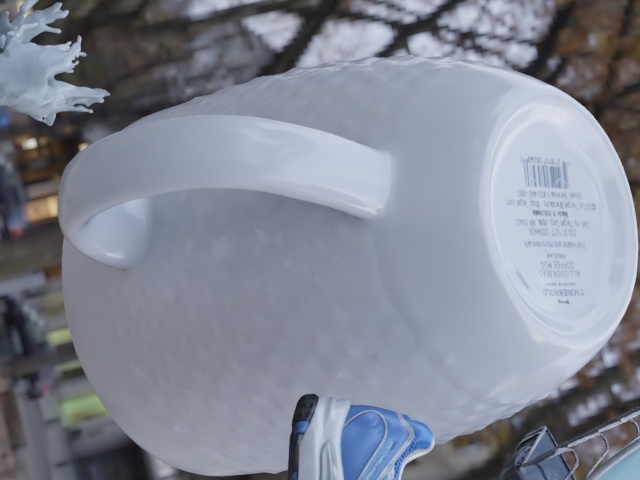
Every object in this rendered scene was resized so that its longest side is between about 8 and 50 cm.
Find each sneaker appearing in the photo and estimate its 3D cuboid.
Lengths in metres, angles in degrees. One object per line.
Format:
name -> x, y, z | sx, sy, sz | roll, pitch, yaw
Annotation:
sneaker -> 0.020, 0.193, 0.981 | 0.080, 0.081, 0.211 | -154, -114, -86

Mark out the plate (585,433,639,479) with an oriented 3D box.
plate -> 0.207, 0.117, 0.900 | 0.188, 0.188, 0.024 | 88, -13, -54

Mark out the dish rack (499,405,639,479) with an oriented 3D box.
dish rack -> 0.279, 0.210, 1.362 | 0.271, 0.074, 0.208 | -33, -95, 37

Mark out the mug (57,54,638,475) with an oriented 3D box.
mug -> 0.000, 0.000, 1.163 | 0.328, 0.374, 0.276 | -12, -113, 42

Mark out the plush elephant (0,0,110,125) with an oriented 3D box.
plush elephant -> -0.310, -0.057, 0.937 | 0.255, 0.330, 0.272 | -15, -96, 61
